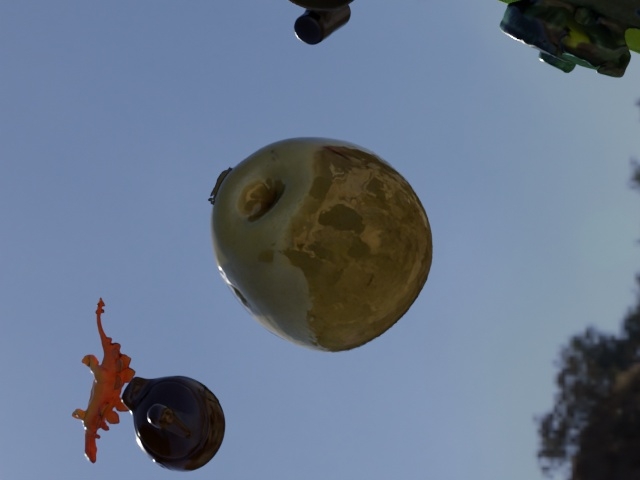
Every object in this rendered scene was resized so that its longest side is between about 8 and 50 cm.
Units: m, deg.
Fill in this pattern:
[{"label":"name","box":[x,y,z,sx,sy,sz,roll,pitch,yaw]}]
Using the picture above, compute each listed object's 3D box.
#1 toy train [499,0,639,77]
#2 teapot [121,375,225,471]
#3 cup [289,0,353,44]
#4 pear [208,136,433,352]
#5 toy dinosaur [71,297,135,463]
[{"label":"toy train","box":[0.306,-0.206,1.081,0.272,0.442,0.179,-103,33,-68]},{"label":"teapot","box":[-0.161,0.191,1.419,0.098,0.129,0.078,-56,-35,0]},{"label":"cup","box":[0.033,-0.352,1.605,0.177,0.166,0.239,-63,-40,-43]},{"label":"pear","box":[0.000,0.000,1.863,0.309,0.309,0.309,-3,-90,-68]},{"label":"toy dinosaur","box":[-0.370,0.248,2.301,0.070,0.117,0.288,8,-89,-43]}]
